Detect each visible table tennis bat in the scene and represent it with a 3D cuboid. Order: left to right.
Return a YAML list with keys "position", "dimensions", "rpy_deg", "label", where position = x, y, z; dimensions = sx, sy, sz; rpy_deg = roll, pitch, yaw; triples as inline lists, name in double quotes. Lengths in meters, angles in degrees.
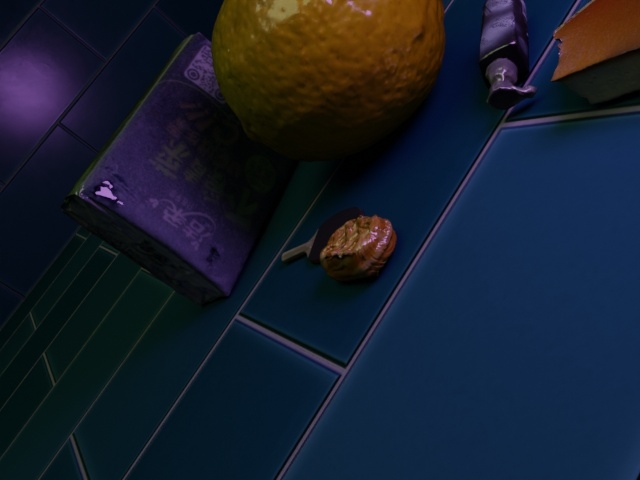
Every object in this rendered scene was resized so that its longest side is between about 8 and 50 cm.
- position: [0.000, 0.000, 0.886]
  dimensions: [0.156, 0.013, 0.087]
  rpy_deg: [-25, 35, 42]
  label: "table tennis bat"

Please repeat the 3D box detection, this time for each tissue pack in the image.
- position: [-0.208, -0.129, 1.094]
  dimensions: [0.124, 0.288, 0.394]
  rpy_deg: [-24, 35, 49]
  label: "tissue pack"

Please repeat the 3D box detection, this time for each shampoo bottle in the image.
- position: [0.226, -0.231, 0.776]
  dimensions: [0.063, 0.057, 0.208]
  rpy_deg: [-22, 38, 34]
  label: "shampoo bottle"

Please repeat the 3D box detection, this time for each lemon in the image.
- position: [0.008, -0.276, 0.909]
  dimensions: [0.336, 0.336, 0.336]
  rpy_deg: [-39, 27, 24]
  label: "lemon"

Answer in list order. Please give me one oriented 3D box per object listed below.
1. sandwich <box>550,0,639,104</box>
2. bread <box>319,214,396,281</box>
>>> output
- position: [0.309, -0.222, 0.620]
  dimensions: [0.162, 0.058, 0.193]
  rpy_deg: [-8, 46, 56]
  label: "sandwich"
- position: [0.045, 0.007, 0.761]
  dimensions: [0.110, 0.044, 0.083]
  rpy_deg: [-10, 44, 58]
  label: "bread"
